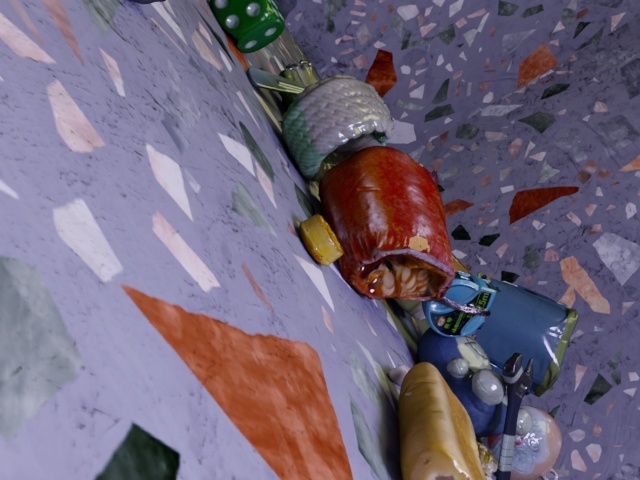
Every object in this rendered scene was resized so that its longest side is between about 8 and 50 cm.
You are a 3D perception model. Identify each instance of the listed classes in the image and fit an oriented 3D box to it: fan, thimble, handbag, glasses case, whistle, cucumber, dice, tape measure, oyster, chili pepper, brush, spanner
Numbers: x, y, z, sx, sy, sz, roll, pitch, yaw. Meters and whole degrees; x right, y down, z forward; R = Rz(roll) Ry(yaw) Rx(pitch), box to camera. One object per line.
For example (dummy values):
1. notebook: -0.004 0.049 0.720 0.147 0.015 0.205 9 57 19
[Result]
1. fan: -0.042 -0.338 1.519 0.282 0.023 0.057 4 50 -40
2. thimble: 0.033 -0.228 1.384 0.150 0.219 0.219 62 11 17
3. handbag: 0.441 0.220 1.579 0.241 0.222 0.263 22 -13 17
4. glasses case: 0.137 0.225 1.131 0.083 0.032 0.021 40 19 -56
5. whistle: 0.428 0.422 1.602 0.348 0.189 0.189 52 4 40
6. cucumber: -0.005 -0.253 1.609 0.325 0.105 0.145 63 -15 19
7. dice: -0.160 -0.503 1.514 0.128 0.120 0.131 62 12 8
8. tape measure: 0.267 0.128 1.347 0.146 0.125 0.081 18 19 -8
9. oyster: 0.308 0.428 1.367 0.146 0.045 0.122 59 25 1
10. chili pepper: 0.127 -0.007 1.300 0.251 0.229 0.305 40 30 -34
11. brush: 0.255 0.090 1.595 0.267 0.166 0.174 34 16 -51
12. spanner: 0.351 0.362 1.255 0.087 0.024 0.315 6 91 -45

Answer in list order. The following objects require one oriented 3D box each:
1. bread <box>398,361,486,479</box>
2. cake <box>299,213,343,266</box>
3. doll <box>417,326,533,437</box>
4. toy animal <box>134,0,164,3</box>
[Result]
1. bread: 0.158 0.276 0.932 0.142 0.091 0.305 51 12 -4
2. cake: 0.000 0.000 1.085 0.084 0.044 0.084 57 10 -15
3. doll: 0.297 0.277 1.385 0.228 0.154 0.258 43 20 -34
4. toy animal: -0.268 -0.400 0.846 0.269 0.082 0.137 43 19 -58
